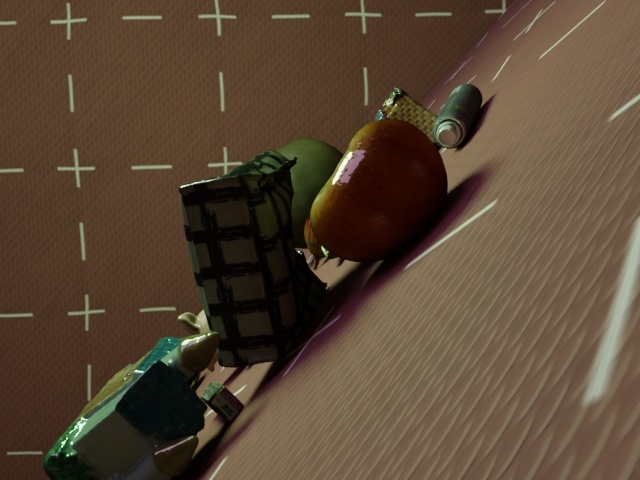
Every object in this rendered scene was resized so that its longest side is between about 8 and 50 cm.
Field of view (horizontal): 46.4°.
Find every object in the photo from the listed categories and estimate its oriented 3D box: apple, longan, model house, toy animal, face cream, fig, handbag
[{"bbox_3d":[0.095,-0.070,1.177,0.235,0.173,0.210,-55,5,29],"label":"apple"},{"bbox_3d":[-0.039,-0.125,2.055,0.319,0.319,0.319,-47,5,5],"label":"longan"},{"bbox_3d":[-0.245,0.275,1.220,0.325,0.194,0.267,-42,7,20],"label":"model house"},{"bbox_3d":[-0.179,0.166,1.675,0.250,0.166,0.154,-37,17,-25],"label":"toy animal"},{"bbox_3d":[0.180,-0.226,1.792,0.172,0.166,0.183,-52,-5,-21],"label":"model house"},{"bbox_3d":[0.288,-0.260,1.572,0.073,0.073,0.283,-44,5,32],"label":"face cream"},{"bbox_3d":[0.002,-0.014,1.875,0.153,0.119,0.119,-52,0,43],"label":"fig"},{"bbox_3d":[-0.106,0.018,1.354,0.162,0.325,0.327,-8,13,16],"label":"handbag"}]

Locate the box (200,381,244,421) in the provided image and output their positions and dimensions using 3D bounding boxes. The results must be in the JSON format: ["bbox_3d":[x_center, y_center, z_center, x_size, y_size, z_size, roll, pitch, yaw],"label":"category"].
[{"bbox_3d":[-0.180,0.288,1.343,0.041,0.050,0.207,-47,5,-16],"label":"box"}]

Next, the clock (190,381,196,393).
[{"bbox_3d":[-0.367,0.434,1.773,0.237,0.057,0.237,-46,3,3],"label":"clock"}]

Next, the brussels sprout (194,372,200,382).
[{"bbox_3d":[-0.431,0.395,2.104,0.223,0.161,0.223,-24,15,7],"label":"brussels sprout"}]

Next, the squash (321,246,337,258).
[{"bbox_3d":[0.040,-0.048,1.729,0.137,0.137,0.287,-42,9,46],"label":"squash"}]
